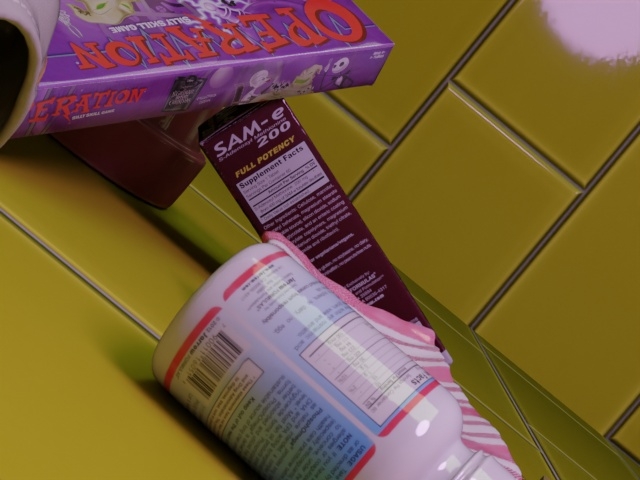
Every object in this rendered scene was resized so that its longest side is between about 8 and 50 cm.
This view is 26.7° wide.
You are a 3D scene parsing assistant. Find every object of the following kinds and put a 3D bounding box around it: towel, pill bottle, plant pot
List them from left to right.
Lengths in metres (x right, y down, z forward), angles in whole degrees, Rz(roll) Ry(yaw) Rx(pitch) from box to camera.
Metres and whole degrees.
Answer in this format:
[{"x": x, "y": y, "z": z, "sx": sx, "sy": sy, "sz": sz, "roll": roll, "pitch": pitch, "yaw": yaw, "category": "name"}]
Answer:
[{"x": -0.147, "y": -0.156, "z": 1.106, "sx": 0.201, "sy": 0.180, "sz": 0.201, "roll": 39, "pitch": 5, "yaw": -4, "category": "plant pot"}, {"x": 0.007, "y": 0.081, "z": 0.615, "sx": 0.160, "sy": 0.087, "sz": 0.087, "roll": 41, "pitch": 5, "yaw": 12, "category": "pill bottle"}, {"x": 0.035, "y": 0.065, "z": 0.786, "sx": 0.144, "sy": 0.029, "sz": 0.197, "roll": 35, "pitch": 8, "yaw": -22, "category": "towel"}]

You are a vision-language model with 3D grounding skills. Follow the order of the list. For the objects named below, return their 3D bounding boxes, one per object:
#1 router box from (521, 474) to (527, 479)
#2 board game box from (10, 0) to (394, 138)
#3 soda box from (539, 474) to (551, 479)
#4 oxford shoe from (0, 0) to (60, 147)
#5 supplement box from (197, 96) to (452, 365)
[{"x": 0.052, "y": 0.119, "z": 0.850, "sx": 0.179, "sy": 0.046, "sz": 0.133, "roll": 33, "pitch": 9, "yaw": -49, "category": "router box"}, {"x": -0.134, "y": -0.166, "z": 0.904, "sx": 0.347, "sy": 0.056, "sz": 0.208, "roll": -15, "pitch": 59, "yaw": -44, "category": "board game box"}, {"x": 0.181, "y": 0.222, "z": 0.787, "sx": 0.181, "sy": 0.061, "sz": 0.058, "roll": 40, "pitch": 4, "yaw": 9, "category": "soda box"}, {"x": -0.213, "y": -0.101, "z": 0.322, "sx": 0.169, "sy": 0.130, "sz": 0.449, "roll": -8, "pitch": -11, "yaw": 27, "category": "oxford shoe"}, {"x": 0.000, "y": 0.000, "z": 1.023, "sx": 0.239, "sy": 0.073, "sz": 0.130, "roll": 57, "pitch": 1, "yaw": -11, "category": "supplement box"}]
